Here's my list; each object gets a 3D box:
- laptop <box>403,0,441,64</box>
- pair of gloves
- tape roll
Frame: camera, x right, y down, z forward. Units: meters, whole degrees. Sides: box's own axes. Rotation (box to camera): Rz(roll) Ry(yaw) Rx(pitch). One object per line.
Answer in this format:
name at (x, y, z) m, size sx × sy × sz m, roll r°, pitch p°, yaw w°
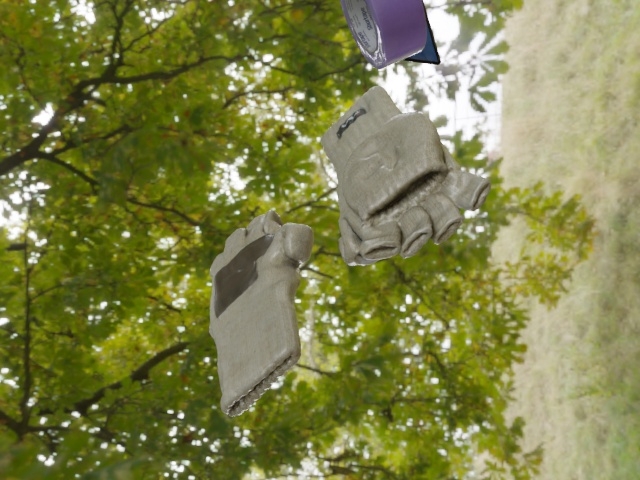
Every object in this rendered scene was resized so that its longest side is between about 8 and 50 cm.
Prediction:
laptop at (0.175, -0.501, 1.313) m, size 0.264 × 0.136 × 0.235 m, roll 92°, pitch 164°, yaw -79°
pair of gloves at (0.000, 0.000, 0.497) m, size 0.042 × 0.240 × 0.204 m, roll 40°, pitch -170°, yaw -28°
tape roll at (0.101, -0.393, 1.103) m, size 0.189 × 0.080 × 0.189 m, roll 155°, pitch 90°, yaw -86°
